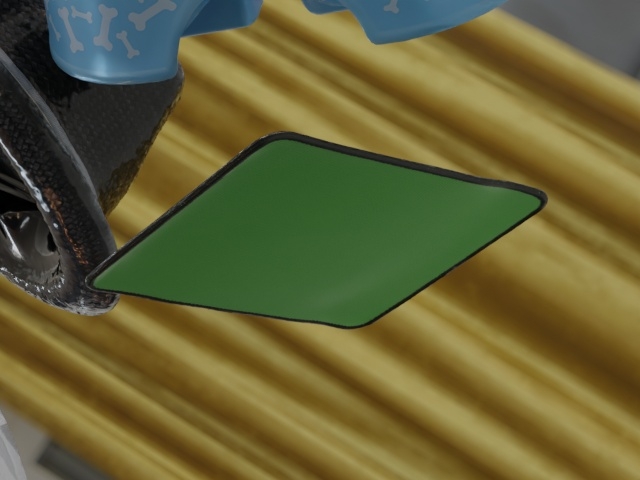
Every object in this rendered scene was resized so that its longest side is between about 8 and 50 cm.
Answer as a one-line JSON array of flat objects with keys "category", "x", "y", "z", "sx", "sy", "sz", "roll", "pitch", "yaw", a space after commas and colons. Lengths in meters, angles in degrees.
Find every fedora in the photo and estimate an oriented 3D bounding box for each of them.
[{"category": "fedora", "x": -0.197, "y": -0.110, "z": 1.276, "sx": 0.152, "sy": 0.334, "sz": 0.334, "roll": -40, "pitch": -25, "yaw": -21}]

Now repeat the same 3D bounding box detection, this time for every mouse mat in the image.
[{"category": "mouse mat", "x": 0.000, "y": 0.000, "z": 0.952, "sx": 0.189, "sy": 0.007, "sz": 0.152, "roll": 10, "pitch": -34, "yaw": -42}]

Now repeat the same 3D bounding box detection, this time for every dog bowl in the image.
[{"category": "dog bowl", "x": -0.021, "y": -0.171, "z": 1.073, "sx": 0.166, "sy": 0.297, "sz": 0.074, "roll": -74, "pitch": -28, "yaw": -51}]

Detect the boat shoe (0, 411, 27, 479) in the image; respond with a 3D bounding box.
[{"category": "boat shoe", "x": -0.141, "y": 0.147, "z": 0.553, "sx": 0.084, "sy": 0.095, "sz": 0.258, "roll": 33, "pitch": -131, "yaw": -52}]
